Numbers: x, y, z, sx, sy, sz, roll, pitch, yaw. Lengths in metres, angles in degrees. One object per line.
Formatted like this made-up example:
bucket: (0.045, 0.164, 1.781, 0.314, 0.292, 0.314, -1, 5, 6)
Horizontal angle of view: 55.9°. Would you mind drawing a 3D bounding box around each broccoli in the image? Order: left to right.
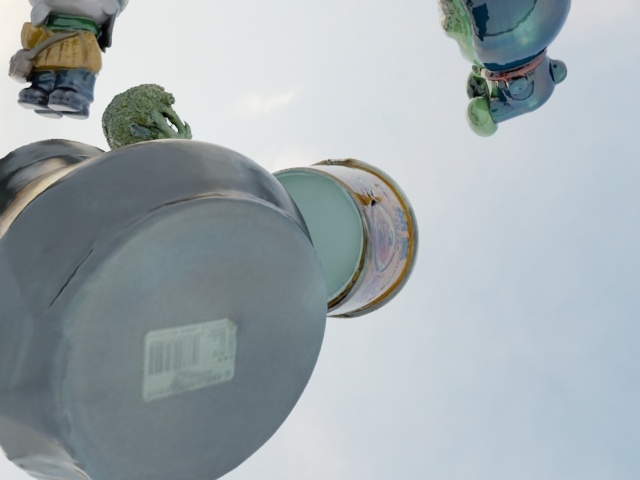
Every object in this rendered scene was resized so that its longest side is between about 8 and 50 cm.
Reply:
broccoli: (-0.239, -0.154, 0.834, 0.131, 0.120, 0.130, -52, -162, 44)

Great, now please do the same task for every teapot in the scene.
teapot: (-0.226, 0.044, 0.563, 0.361, 0.376, 0.306, 20, -71, 46)

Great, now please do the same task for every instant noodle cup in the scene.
instant noodle cup: (0.000, 0.000, 0.728, 0.215, 0.172, 0.216, 1, -88, 18)

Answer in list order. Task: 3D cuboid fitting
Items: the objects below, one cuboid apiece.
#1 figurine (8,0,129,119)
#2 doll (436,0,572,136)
figurine: (-0.441, -0.383, 1.077, 0.185, 0.204, 0.332, 4, -81, 13)
doll: (0.272, -0.321, 0.888, 0.186, 0.322, 0.198, -9, -131, 22)
